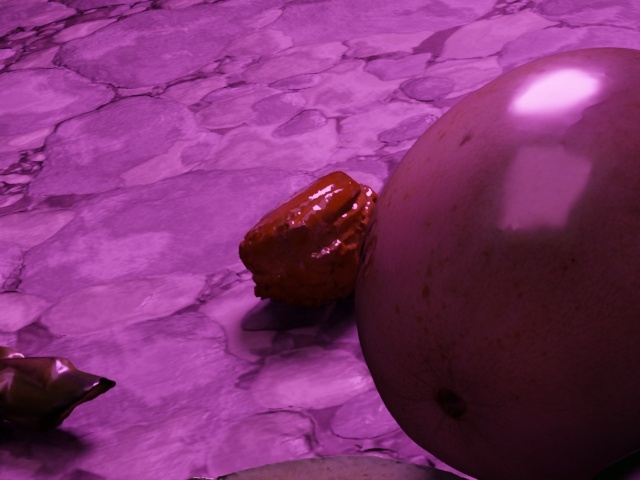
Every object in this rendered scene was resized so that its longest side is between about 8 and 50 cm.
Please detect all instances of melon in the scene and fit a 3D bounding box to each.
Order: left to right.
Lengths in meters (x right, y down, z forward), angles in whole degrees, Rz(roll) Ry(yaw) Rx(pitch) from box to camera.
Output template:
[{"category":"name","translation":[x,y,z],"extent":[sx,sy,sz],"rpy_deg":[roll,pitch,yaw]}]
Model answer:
[{"category":"melon","translation":[-0.001,0.199,1.008],"extent":[0.261,0.053,0.114],"rpy_deg":[2,46,34]},{"category":"melon","translation":[0.170,0.016,0.949],"extent":[0.268,0.268,0.330],"rpy_deg":[9,35,36]}]

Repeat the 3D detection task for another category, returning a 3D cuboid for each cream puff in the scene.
[{"category":"cream puff","translation":[0.000,0.004,1.317],"extent":[0.126,0.103,0.144],"rpy_deg":[-28,10,40]}]

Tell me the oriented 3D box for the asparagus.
[{"category":"asparagus","translation":[-0.294,0.118,1.247],"extent":[0.287,0.080,0.080],"rpy_deg":[13,34,32]}]

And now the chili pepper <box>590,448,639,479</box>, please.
[{"category":"chili pepper","translation":[0.222,0.178,0.787],"extent":[0.261,0.165,0.174],"rpy_deg":[-17,-15,-44]}]
